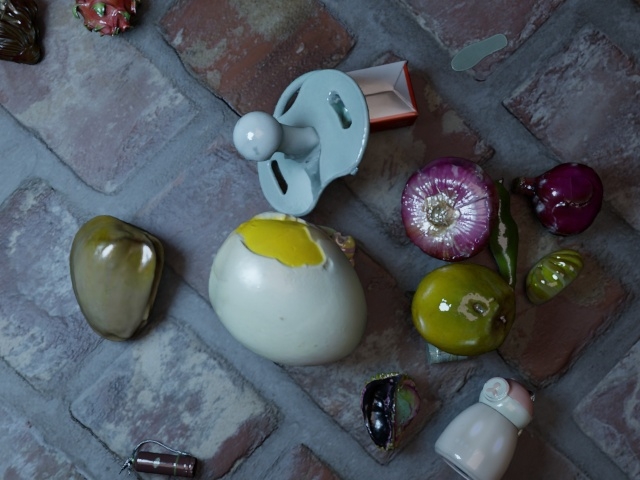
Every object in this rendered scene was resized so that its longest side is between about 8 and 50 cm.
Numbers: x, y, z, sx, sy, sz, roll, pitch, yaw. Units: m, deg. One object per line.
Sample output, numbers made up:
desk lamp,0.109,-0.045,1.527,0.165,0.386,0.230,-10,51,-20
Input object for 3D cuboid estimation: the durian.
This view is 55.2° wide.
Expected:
durian,0.159,0.360,1.347,0.108,0.119,0.186,-1,98,-40

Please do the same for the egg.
egg,-0.061,0.111,1.250,0.345,0.283,0.283,41,85,-2

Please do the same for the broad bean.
broad bean,0.404,0.014,1.393,0.098,0.056,0.317,7,87,-1

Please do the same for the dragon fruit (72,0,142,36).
dragon fruit,-0.484,-0.562,1.368,0.137,0.135,0.235,-13,68,2

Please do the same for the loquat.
loquat,0.287,0.142,1.313,0.213,0.246,0.213,-8,102,-43

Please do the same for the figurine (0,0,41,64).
figurine,-0.681,-0.554,1.343,0.187,0.168,0.315,17,94,41

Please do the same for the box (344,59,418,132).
box,0.121,-0.316,1.387,0.182,0.099,0.133,-12,86,-2

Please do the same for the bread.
bread,0.529,0.079,1.378,0.157,0.094,0.083,-40,92,3

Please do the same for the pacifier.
pacifier,-0.065,-0.215,1.262,0.343,0.269,0.288,-43,60,33

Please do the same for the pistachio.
pistachio,-0.444,0.082,1.304,0.213,0.163,0.260,19,98,19

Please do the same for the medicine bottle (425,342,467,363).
medicine bottle,0.282,0.248,1.371,0.083,0.047,0.047,-6,86,-4

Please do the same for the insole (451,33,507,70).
insole,0.377,-0.448,1.456,0.153,0.002,0.053,-26,87,-4

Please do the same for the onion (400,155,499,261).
onion,0.295,-0.072,1.355,0.230,0.163,0.229,9,106,33

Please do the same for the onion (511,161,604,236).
onion,0.533,-0.103,1.369,0.198,0.135,0.173,16,82,1

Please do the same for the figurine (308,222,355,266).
figurine,0.000,0.000,1.371,0.187,0.083,0.083,27,85,-7

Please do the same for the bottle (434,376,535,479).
bottle,0.368,0.401,1.320,0.147,0.147,0.236,40,77,1

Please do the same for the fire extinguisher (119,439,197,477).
fire extinguisher,-0.348,0.476,1.328,0.157,0.045,0.078,6,57,-1
